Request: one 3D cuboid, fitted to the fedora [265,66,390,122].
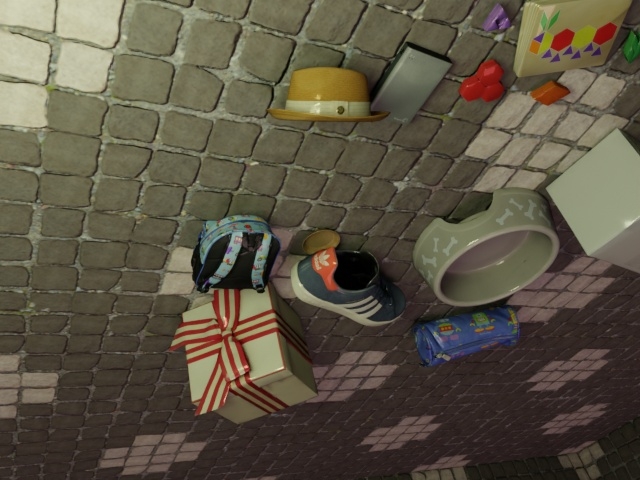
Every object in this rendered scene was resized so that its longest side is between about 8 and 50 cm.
[{"bbox_3d":[0.013,-0.224,0.912,0.194,0.194,0.079,-3,104,-18],"label":"fedora"}]

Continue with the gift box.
[{"bbox_3d":[-0.180,0.273,1.355,0.276,0.255,0.258,-25,145,5],"label":"gift box"}]

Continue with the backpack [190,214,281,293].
[{"bbox_3d":[-0.161,0.014,1.143,0.158,0.117,0.173,3,139,-24],"label":"backpack"}]

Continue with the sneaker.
[{"bbox_3d":[0.104,0.098,1.328,0.350,0.131,0.148,16,139,-42],"label":"sneaker"}]

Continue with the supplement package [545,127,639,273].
[{"bbox_3d":[0.682,-0.075,1.290,0.262,0.198,0.199,14,134,-35],"label":"supplement package"}]

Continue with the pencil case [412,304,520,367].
[{"bbox_3d":[0.417,0.270,1.685,0.305,0.133,0.120,-12,118,-8],"label":"pencil case"}]

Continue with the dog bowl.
[{"bbox_3d":[0.397,0.031,1.397,0.348,0.102,0.349,-11,143,-8],"label":"dog bowl"}]

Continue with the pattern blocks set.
[{"bbox_3d":[0.410,-0.345,0.983,0.324,0.026,0.286,-5,142,-15],"label":"pattern blocks set"}]

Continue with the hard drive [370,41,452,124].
[{"bbox_3d":[0.144,-0.259,0.993,0.094,0.022,0.135,8,136,-30],"label":"hard drive"}]

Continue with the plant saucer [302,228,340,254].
[{"bbox_3d":[0.000,0.000,1.272,0.083,0.015,0.083,-11,144,-8],"label":"plant saucer"}]
